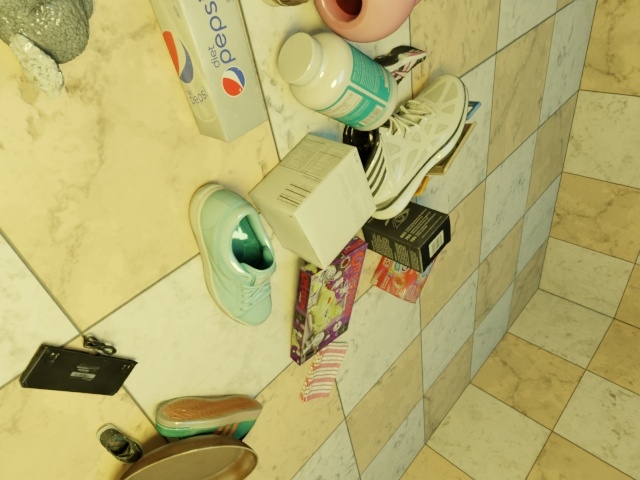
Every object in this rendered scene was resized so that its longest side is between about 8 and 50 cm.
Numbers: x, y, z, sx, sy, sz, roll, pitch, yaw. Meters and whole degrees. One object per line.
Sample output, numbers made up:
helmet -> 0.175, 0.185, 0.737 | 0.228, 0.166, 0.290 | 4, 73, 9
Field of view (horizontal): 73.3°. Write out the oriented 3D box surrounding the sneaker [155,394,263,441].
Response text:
sneaker -> -0.257, 0.436, 0.992 | 0.302, 0.108, 0.121 | 25, 86, -53

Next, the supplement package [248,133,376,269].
supplement package -> -0.009, -0.087, 0.958 | 0.203, 0.149, 0.194 | -48, 139, -19

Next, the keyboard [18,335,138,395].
keyboard -> -0.414, 0.220, 0.763 | 0.108, 0.023, 0.180 | -56, 142, -1

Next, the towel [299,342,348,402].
towel -> 0.017, 0.414, 1.359 | 0.144, 0.029, 0.197 | 14, 99, -52

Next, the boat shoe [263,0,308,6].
boat shoe -> -0.041, -0.565, 0.704 | 0.116, 0.096, 0.325 | -14, 120, -44

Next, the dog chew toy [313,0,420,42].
dog chew toy -> 0.129, -0.534, 0.849 | 0.332, 0.206, 0.207 | -49, 140, -32

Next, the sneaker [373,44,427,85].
sneaker -> 0.193, -0.434, 1.084 | 0.178, 0.072, 0.077 | -30, 142, -26

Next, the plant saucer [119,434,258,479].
plant saucer -> -0.293, 0.510, 0.949 | 0.310, 0.050, 0.311 | -13, 136, -13

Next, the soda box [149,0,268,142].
soda box -> -0.181, -0.310, 0.687 | 0.098, 0.091, 0.286 | -40, 136, -29

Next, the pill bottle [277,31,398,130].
pill bottle -> 0.037, -0.327, 0.884 | 0.264, 0.146, 0.146 | 6, 105, -50

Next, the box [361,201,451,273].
box -> 0.245, -0.024, 1.240 | 0.153, 0.207, 0.108 | -43, 137, -24

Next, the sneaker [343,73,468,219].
sneaker -> 0.220, -0.288, 1.098 | 0.448, 0.169, 0.257 | -58, 143, -5

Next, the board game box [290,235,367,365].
board game box -> 0.018, 0.169, 1.161 | 0.208, 0.056, 0.347 | -33, 143, -39

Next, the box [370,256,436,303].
box -> 0.289, 0.061, 1.401 | 0.122, 0.128, 0.257 | 24, 90, -52

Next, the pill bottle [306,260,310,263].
pill bottle -> 0.000, 0.000, 1.085 | 0.116, 0.065, 0.065 | -47, 139, -21

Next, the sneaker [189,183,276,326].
sneaker -> -0.153, 0.066, 0.876 | 0.135, 0.150, 0.366 | -40, 135, -27

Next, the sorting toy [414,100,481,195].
sorting toy -> 0.344, -0.255, 1.245 | 0.047, 0.196, 0.348 | 39, 78, -26

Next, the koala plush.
koala plush -> -0.327, -0.280, 0.462 | 0.221, 0.203, 0.196 | 91, 0, -65

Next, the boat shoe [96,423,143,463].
boat shoe -> -0.402, 0.422, 0.871 | 0.049, 0.040, 0.142 | -44, 137, -25
